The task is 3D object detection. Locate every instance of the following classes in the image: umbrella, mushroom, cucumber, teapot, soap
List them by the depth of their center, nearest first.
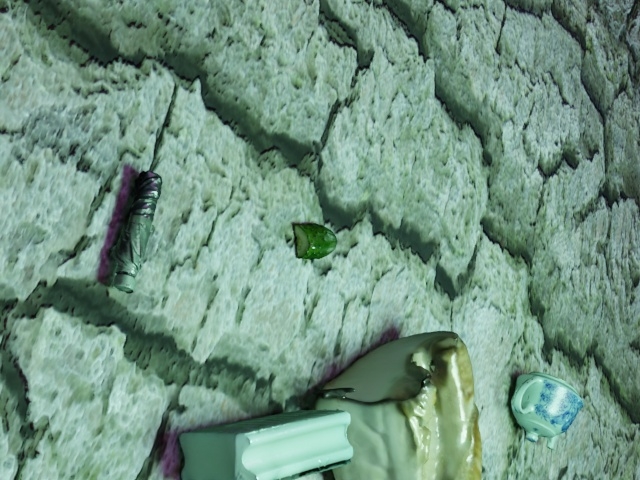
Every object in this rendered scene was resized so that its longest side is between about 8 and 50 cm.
[{"bbox_3d":[-0.275,-0.013,1.449,0.046,0.050,0.188,48,48,-60],"label":"umbrella"},{"bbox_3d":[-0.080,0.323,1.543,0.261,0.150,0.094,-2,90,-50],"label":"soap"},{"bbox_3d":[0.000,0.000,1.767,0.107,0.035,0.067,-4,86,-51],"label":"cucumber"},{"bbox_3d":[0.176,0.394,1.792,0.314,0.224,0.397,-33,110,-62],"label":"mushroom"},{"bbox_3d":[0.499,0.386,2.208,0.232,0.159,0.159,45,54,-41],"label":"teapot"}]
